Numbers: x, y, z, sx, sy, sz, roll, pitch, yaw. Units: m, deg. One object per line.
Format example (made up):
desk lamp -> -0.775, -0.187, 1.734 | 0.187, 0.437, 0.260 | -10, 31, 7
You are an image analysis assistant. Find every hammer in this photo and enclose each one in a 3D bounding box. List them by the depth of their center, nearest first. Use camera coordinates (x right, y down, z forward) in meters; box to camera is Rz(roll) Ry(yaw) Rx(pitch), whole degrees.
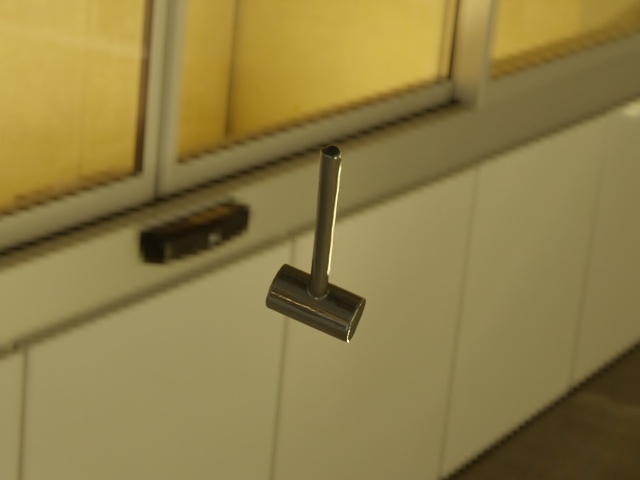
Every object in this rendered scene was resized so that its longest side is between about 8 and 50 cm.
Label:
hammer -> 0.000, 0.000, 0.677 | 0.035, 0.110, 0.019 | 23, -120, 11
